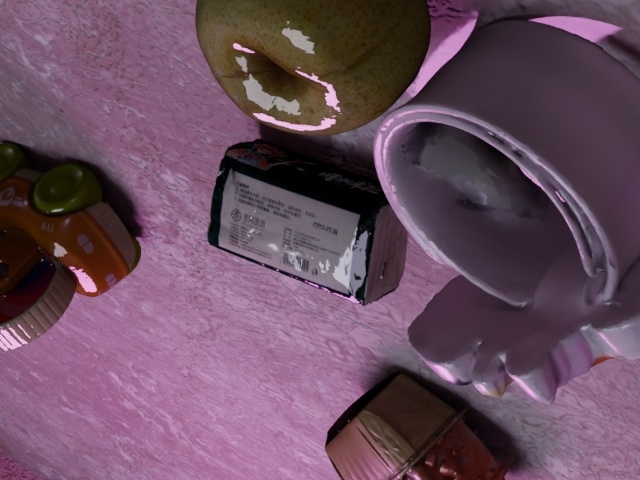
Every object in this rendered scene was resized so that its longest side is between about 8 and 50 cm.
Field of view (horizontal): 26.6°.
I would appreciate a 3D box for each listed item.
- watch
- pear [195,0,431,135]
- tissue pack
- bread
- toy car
[{"bbox_3d":[0.129,-0.019,0.959,0.231,0.196,0.244,52,154,-21],"label":"watch"},{"bbox_3d":[-0.004,-0.153,0.926,0.167,0.136,0.167,27,150,17],"label":"pear"},{"bbox_3d":[-0.010,-0.019,1.207,0.170,0.090,0.103,20,117,24],"label":"tissue pack"},{"bbox_3d":[0.108,0.266,1.529,0.212,0.142,0.224,49,155,8],"label":"bread"},{"bbox_3d":[-0.345,0.022,1.547,0.235,0.235,0.145,16,149,33],"label":"toy car"}]
